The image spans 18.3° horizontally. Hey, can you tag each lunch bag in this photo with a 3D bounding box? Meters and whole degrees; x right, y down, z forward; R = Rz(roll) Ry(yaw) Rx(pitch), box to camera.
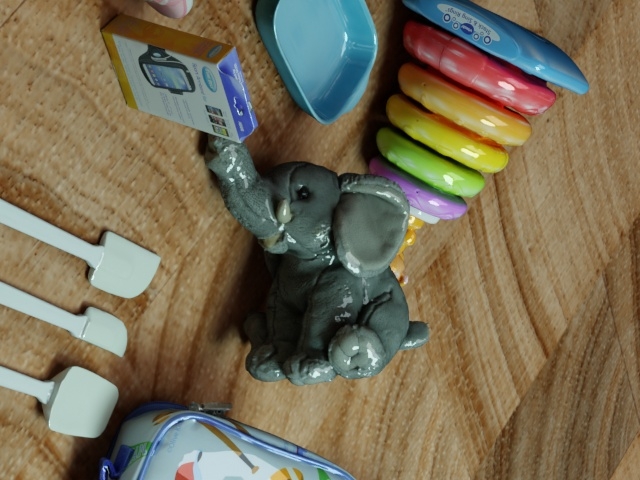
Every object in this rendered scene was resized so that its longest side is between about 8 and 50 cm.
[{"bbox_3d":[-0.110,0.290,1.712,0.243,0.115,0.303,23,82,-23],"label":"lunch bag"}]

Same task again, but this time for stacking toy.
[{"bbox_3d":[0.109,-0.081,1.925,0.302,0.175,0.166,-62,155,9],"label":"stacking toy"}]

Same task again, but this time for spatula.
[{"bbox_3d":[-0.217,0.061,1.584,0.242,0.019,0.168,29,81,-58],"label":"spatula"}]

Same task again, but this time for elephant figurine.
[{"bbox_3d":[0.000,0.000,1.781,0.186,0.169,0.239,-55,140,-80],"label":"elephant figurine"}]

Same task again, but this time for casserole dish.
[{"bbox_3d":[-0.006,-0.187,1.773,0.114,0.037,0.188,-58,146,-23],"label":"casserole dish"}]

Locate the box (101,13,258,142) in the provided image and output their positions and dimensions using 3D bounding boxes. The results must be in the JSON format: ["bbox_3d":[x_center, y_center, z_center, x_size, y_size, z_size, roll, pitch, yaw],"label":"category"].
[{"bbox_3d":[-0.104,-0.126,1.555,0.028,0.136,0.081,-50,142,-32],"label":"box"}]

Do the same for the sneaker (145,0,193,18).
[{"bbox_3d":[-0.151,-0.204,1.529,0.070,0.051,0.134,-56,141,-22],"label":"sneaker"}]
